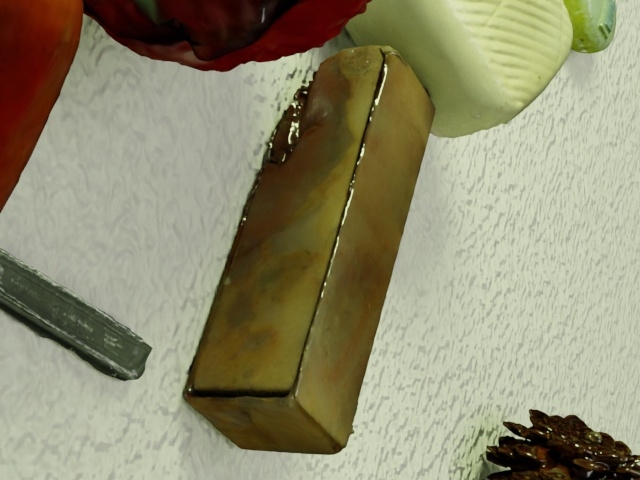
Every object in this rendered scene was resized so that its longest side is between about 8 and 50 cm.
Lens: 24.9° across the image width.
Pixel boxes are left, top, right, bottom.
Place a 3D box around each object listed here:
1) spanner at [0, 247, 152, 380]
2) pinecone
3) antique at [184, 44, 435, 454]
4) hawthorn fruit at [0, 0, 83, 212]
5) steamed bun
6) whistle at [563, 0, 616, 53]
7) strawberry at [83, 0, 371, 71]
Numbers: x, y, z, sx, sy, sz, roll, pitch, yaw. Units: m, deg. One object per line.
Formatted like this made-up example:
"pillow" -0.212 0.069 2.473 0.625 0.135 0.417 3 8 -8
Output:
"spanner" -0.193 0.011 0.830 0.325 0.026 0.093 43 53 -52
"pinecone" 0.221 0.254 1.383 0.163 0.163 0.165 15 99 -58
"antique" 0.000 0.000 1.077 0.087 0.093 0.310 49 49 -46
"hawthorn fruit" -0.215 -0.072 0.528 0.265 0.307 0.265 11 76 -51
"steamed bun" 0.089 -0.203 1.194 0.239 0.152 0.170 57 47 -19
"whistle" 0.312 -0.303 1.640 0.104 0.057 0.198 46 52 -49
"strawberry" -0.046 -0.252 0.865 0.310 0.291 0.292 -49 133 -77
